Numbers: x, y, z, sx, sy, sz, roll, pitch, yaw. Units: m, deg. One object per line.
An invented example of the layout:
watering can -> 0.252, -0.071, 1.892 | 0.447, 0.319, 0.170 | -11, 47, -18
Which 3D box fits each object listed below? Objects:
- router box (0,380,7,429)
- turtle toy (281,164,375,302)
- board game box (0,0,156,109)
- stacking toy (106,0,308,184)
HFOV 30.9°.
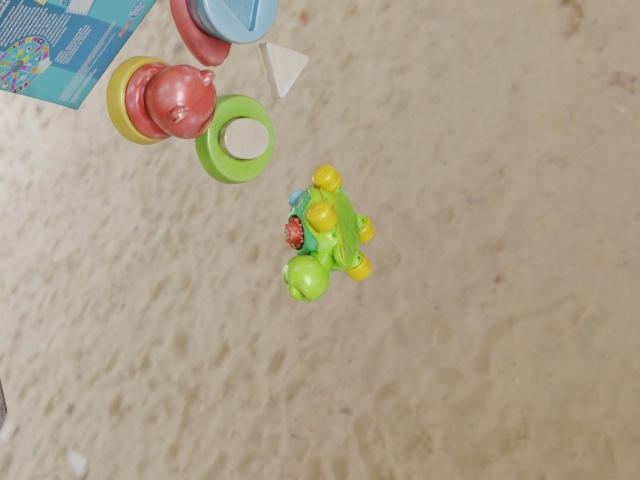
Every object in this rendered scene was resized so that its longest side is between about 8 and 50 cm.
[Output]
router box -> -0.546, 0.128, 1.458 | 0.081, 0.243, 0.308 | -88, -2, -57
turtle toy -> 0.000, 0.000, 1.056 | 0.066, 0.095, 0.130 | -17, 40, 23
board game box -> -0.464, -0.355, 1.828 | 0.254, 0.336, 0.079 | -48, 56, 24
stacking toy -> -0.113, -0.232, 1.604 | 0.130, 0.279, 0.308 | 4, 65, 47
